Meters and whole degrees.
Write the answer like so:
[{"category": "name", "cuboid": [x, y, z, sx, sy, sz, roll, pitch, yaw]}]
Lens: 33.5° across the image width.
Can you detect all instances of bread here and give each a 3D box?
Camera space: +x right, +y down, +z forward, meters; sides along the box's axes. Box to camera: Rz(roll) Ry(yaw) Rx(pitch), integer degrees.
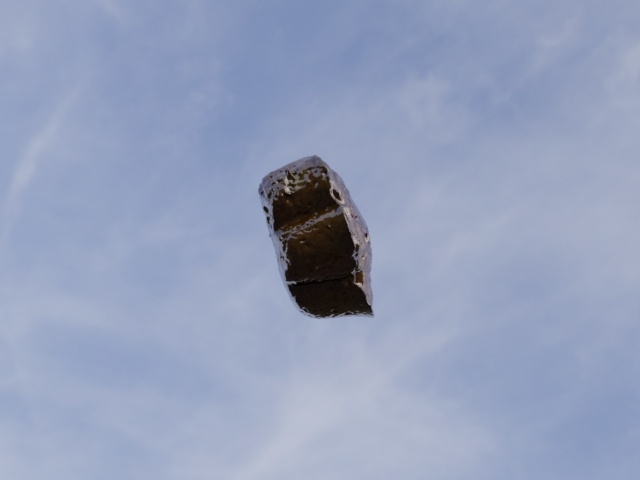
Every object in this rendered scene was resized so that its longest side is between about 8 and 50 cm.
[{"category": "bread", "cuboid": [-0.003, -0.013, 1.503, 0.135, 0.247, 0.232, -15, -59, -4]}]
